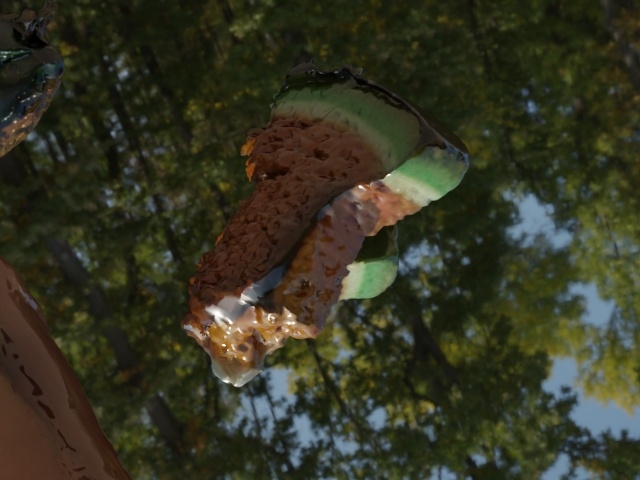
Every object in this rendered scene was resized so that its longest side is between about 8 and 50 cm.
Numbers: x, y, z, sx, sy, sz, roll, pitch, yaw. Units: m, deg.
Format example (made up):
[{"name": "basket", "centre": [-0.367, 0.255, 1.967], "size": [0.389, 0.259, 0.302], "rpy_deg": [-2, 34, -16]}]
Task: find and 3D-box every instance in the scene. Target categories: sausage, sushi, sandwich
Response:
[{"name": "sausage", "centre": [-0.100, 0.099, 0.363], "size": [0.078, 0.304, 0.078], "rpy_deg": [-38, 170, -8]}, {"name": "sushi", "centre": [-0.369, -0.131, 0.885], "size": [0.287, 0.149, 0.140], "rpy_deg": [-38, -179, -14]}, {"name": "sandwich", "centre": [0.000, 0.000, 0.833], "size": [0.301, 0.162, 0.250], "rpy_deg": [-54, -146, -9]}]
